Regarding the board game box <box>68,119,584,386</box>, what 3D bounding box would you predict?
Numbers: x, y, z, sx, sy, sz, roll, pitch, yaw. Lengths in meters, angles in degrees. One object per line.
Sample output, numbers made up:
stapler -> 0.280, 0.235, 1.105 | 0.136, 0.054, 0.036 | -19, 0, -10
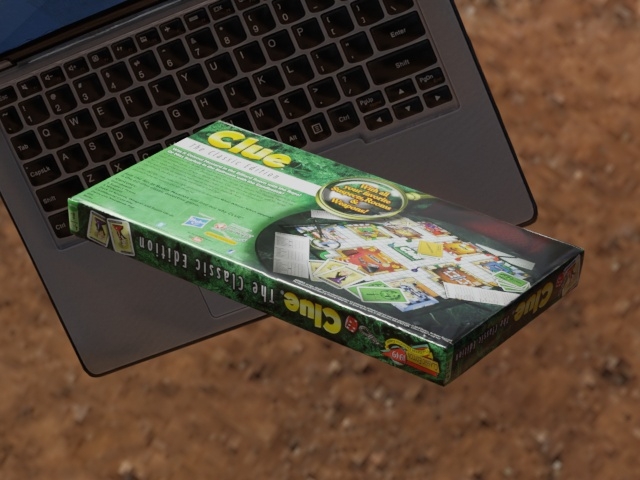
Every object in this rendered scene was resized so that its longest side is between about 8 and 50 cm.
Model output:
board game box -> 0.000, 0.000, 1.043 | 0.260, 0.030, 0.136 | 21, 37, 32

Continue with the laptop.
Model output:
laptop -> -0.102, -0.099, 1.292 | 0.236, 0.382, 0.408 | -65, 134, -69
